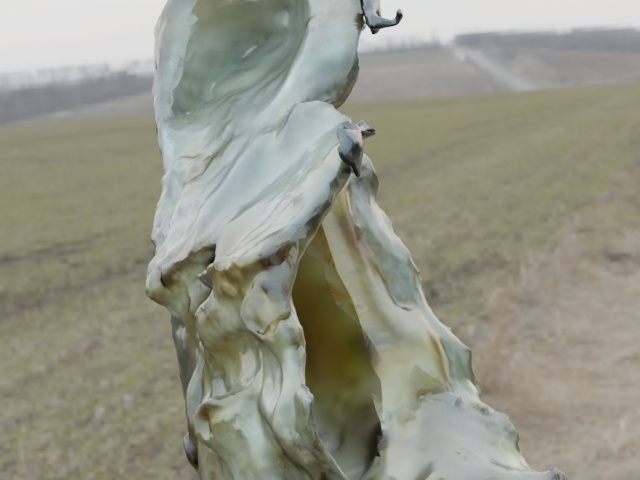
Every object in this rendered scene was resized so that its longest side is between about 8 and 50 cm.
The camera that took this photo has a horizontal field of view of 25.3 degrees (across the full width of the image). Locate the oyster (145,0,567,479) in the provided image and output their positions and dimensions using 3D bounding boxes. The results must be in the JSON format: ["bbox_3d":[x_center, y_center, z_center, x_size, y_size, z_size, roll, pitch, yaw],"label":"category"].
[{"bbox_3d":[-0.004,-0.004,0.560,0.133,0.337,0.198,-18,-38,5],"label":"oyster"}]
